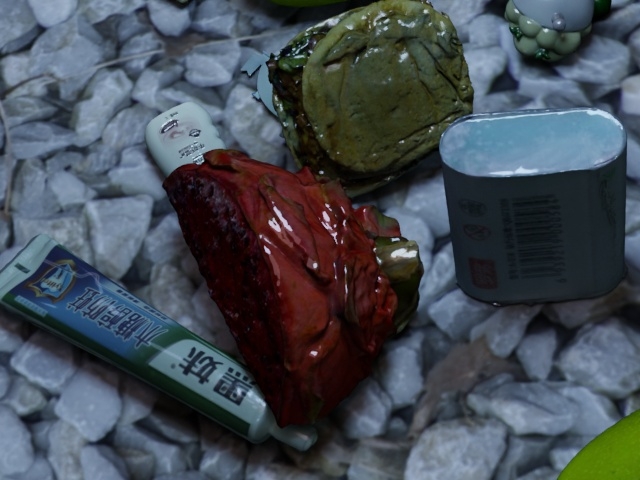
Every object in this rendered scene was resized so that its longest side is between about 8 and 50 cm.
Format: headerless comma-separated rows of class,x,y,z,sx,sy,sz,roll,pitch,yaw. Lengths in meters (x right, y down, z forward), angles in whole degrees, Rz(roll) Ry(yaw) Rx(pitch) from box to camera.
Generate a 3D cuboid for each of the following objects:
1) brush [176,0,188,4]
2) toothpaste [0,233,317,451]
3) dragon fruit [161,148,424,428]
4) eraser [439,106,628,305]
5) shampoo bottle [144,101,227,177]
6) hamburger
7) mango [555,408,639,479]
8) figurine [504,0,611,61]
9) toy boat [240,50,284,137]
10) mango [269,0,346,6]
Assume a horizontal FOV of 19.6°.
brush,-0.086,-0.380,2.138,0.054,0.048,0.282,35,68,17
toothpaste,-0.164,0.106,1.847,0.392,0.061,0.099,28,58,22
dragon fruit,0.000,0.000,1.810,0.205,0.152,0.317,-12,56,-28
eraser,0.209,-0.030,1.787,0.174,0.227,0.081,-5,55,5
shampoo bottle,-0.125,-0.074,1.963,0.077,0.045,0.152,-27,61,-11
hamburger,0.053,-0.153,1.928,0.206,0.183,0.130,-24,18,-2
mango,0.333,0.227,1.674,0.293,0.143,0.175,-24,64,4
figurine,0.249,-0.282,2.021,0.147,0.093,0.197,14,51,-10
toy boat,-0.030,-0.155,2.005,0.149,0.034,0.105,18,60,16
mango,0.061,-0.368,2.056,0.343,0.156,0.192,-15,67,-6
